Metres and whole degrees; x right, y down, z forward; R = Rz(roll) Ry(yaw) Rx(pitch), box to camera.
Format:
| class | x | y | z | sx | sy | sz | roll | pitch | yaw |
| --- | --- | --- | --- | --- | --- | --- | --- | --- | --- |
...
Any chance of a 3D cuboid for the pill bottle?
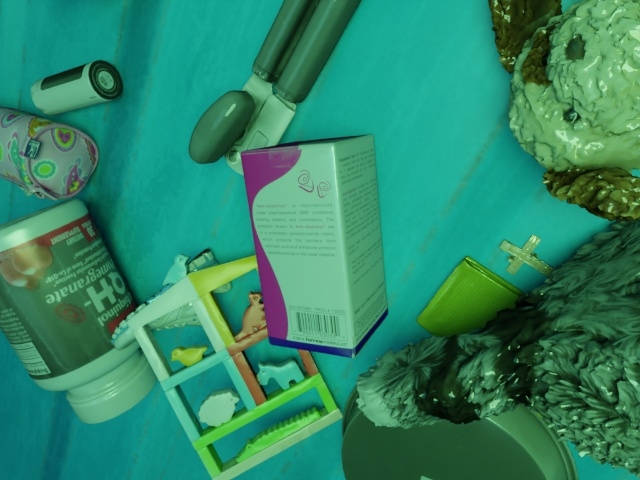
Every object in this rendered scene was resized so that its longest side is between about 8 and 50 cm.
| class | x | y | z | sx | sy | sz | roll | pitch | yaw |
| --- | --- | --- | --- | --- | --- | --- | --- | --- | --- |
| pill bottle | -0.380 | 0.112 | 0.699 | 0.176 | 0.176 | 0.319 | -10 | 110 | 30 |

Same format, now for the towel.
| class | x | y | z | sx | sy | sz | roll | pitch | yaw |
| --- | --- | --- | --- | --- | --- | --- | --- | --- | --- |
| towel | 0.224 | 0.124 | 0.480 | 0.237 | 0.021 | 0.102 | 37 | 112 | 13 |

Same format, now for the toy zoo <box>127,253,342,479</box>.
| class | x | y | z | sx | sy | sz | roll | pitch | yaw |
| --- | --- | --- | --- | --- | --- | --- | --- | --- | --- |
| toy zoo | -0.120 | 0.150 | 0.607 | 0.192 | 0.030 | 0.294 | -26 | 94 | -5 |

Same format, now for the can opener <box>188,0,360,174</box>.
| class | x | y | z | sx | sy | sz | roll | pitch | yaw |
| --- | --- | --- | --- | --- | --- | --- | --- | --- | --- |
| can opener | -0.045 | -0.184 | 0.493 | 0.074 | 0.093 | 0.280 | 42 | 116 | 10 |

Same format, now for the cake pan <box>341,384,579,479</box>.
| class | x | y | z | sx | sy | sz | roll | pitch | yaw |
| --- | --- | --- | --- | --- | --- | --- | --- | --- | --- |
| cake pan | 0.151 | 0.287 | 0.559 | 0.292 | 0.054 | 0.294 | 9 | 111 | 25 |

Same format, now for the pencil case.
| class | x | y | z | sx | sy | sz | roll | pitch | yaw |
| --- | --- | --- | --- | --- | --- | --- | --- | --- | --- |
| pencil case | -0.487 | -0.145 | 0.713 | 0.283 | 0.124 | 0.124 | 18 | 114 | 22 |

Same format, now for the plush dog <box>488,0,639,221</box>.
| class | x | y | z | sx | sy | sz | roll | pitch | yaw |
| --- | --- | --- | --- | --- | --- | --- | --- | --- | --- |
| plush dog | 0.240 | -0.140 | 0.326 | 0.225 | 0.210 | 0.263 | -31 | 62 | 45 |

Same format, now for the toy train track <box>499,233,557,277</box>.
| class | x | y | z | sx | sy | sz | roll | pitch | yaw |
| --- | --- | --- | --- | --- | --- | --- | --- | --- | --- |
| toy train track | 0.220 | 0.026 | 0.460 | 0.083 | 0.014 | 0.048 | 33 | 119 | 14 |

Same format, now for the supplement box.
| class | x | y | z | sx | sy | sz | roll | pitch | yaw |
| --- | --- | --- | --- | --- | --- | --- | --- | --- | --- |
| supplement box | 0.000 | 0.000 | 0.510 | 0.111 | 0.114 | 0.220 | 2 | 108 | 28 |

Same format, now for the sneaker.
| class | x | y | z | sx | sy | sz | roll | pitch | yaw |
| --- | --- | --- | --- | --- | --- | --- | --- | --- | --- |
| sneaker | -0.207 | 0.102 | 0.647 | 0.190 | 0.071 | 0.083 | -39 | 99 | 2 |

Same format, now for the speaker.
| class | x | y | z | sx | sy | sz | roll | pitch | yaw |
| --- | --- | --- | --- | --- | --- | --- | --- | --- | --- |
| speaker | -0.354 | -0.218 | 0.659 | 0.136 | 0.055 | 0.055 | -1 | 105 | 29 |

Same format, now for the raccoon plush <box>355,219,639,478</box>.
| class | x | y | z | sx | sy | sz | roll | pitch | yaw |
| --- | --- | --- | --- | --- | --- | --- | --- | --- | --- |
| raccoon plush | 0.290 | 0.155 | 0.388 | 0.446 | 0.216 | 0.299 | -28 | 101 | 45 |
